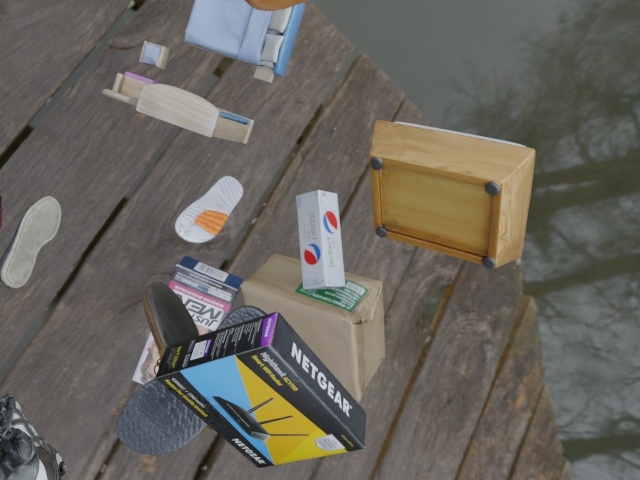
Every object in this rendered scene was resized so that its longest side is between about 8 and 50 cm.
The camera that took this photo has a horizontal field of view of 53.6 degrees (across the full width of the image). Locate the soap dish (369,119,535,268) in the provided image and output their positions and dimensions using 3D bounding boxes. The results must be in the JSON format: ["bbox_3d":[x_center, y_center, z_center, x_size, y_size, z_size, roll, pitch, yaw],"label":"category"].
[{"bbox_3d":[0.223,-0.081,1.143,0.118,0.291,0.229,-49,145,-40],"label":"soap dish"}]

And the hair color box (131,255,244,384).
[{"bbox_3d":[-0.349,0.235,1.673,0.174,0.105,0.347,23,103,-3],"label":"hair color box"}]

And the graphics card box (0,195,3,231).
[{"bbox_3d":[-0.813,-0.075,1.149,0.371,0.233,0.094,36,34,-53],"label":"graphics card box"}]

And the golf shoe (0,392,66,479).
[{"bbox_3d":[-0.316,0.224,0.650,0.077,0.198,0.094,-43,116,-20],"label":"golf shoe"}]

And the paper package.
[{"bbox_3d":[-0.015,0.217,1.622,0.168,0.325,0.309,-50,145,-41],"label":"paper package"}]

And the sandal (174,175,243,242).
[{"bbox_3d":[-0.291,-0.069,1.667,0.102,0.076,0.265,42,45,-6],"label":"sandal"}]

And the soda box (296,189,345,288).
[{"bbox_3d":[0.000,0.000,1.420,0.074,0.069,0.216,5,78,-51],"label":"soda box"}]

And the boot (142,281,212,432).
[{"bbox_3d":[-0.289,0.232,1.223,0.112,0.115,0.305,-20,87,-64],"label":"boot"}]

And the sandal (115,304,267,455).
[{"bbox_3d":[-0.159,0.192,0.850,0.254,0.054,0.097,-40,88,-1],"label":"sandal"}]

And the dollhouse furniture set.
[{"bbox_3d":[-0.213,-0.352,1.097,0.286,0.198,0.303,20,98,8],"label":"dollhouse furniture set"}]

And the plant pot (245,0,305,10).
[{"bbox_3d":[-0.042,-0.383,0.658,0.291,0.291,0.203,-30,90,-35],"label":"plant pot"}]

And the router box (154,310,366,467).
[{"bbox_3d":[-0.053,0.155,0.627,0.179,0.133,0.046,53,29,-33],"label":"router box"}]

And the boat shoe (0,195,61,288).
[{"bbox_3d":[-0.578,0.000,1.236,0.075,0.065,0.206,51,43,-44],"label":"boat shoe"}]
